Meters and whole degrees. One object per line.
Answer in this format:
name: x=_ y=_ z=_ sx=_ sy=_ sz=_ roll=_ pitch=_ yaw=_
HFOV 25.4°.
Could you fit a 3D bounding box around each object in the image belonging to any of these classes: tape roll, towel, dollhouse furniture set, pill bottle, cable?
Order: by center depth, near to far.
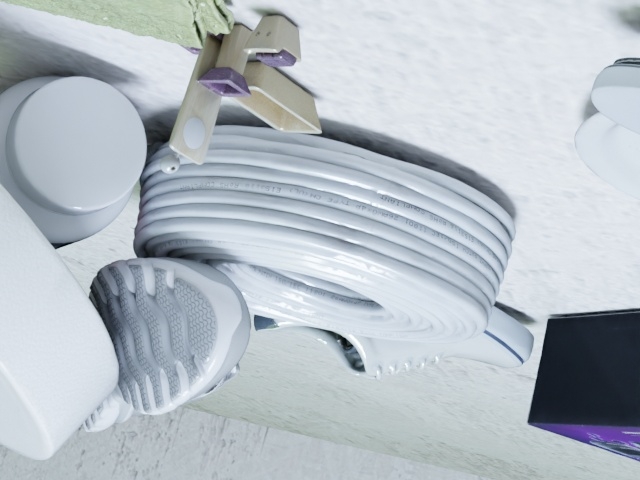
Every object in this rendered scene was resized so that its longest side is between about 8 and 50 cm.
towel: x=-0.117 y=-0.132 z=0.677 sx=0.148 sy=0.027 sz=0.110 roll=13 pitch=168 yaw=5
dollhouse furniture set: x=-0.032 y=-0.059 z=0.763 sx=0.091 sy=0.081 sz=0.114 roll=5 pitch=164 yaw=38
pill bottle: x=-0.178 y=-0.048 z=0.920 sx=0.108 sy=0.108 sz=0.180 roll=20 pitch=167 yaw=-22
tape roll: x=-0.296 y=-0.011 z=0.930 sx=0.392 sy=0.072 sz=0.392 roll=35 pitch=158 yaw=17
cable: x=0.000 y=0.000 z=0.961 sx=0.257 sy=0.089 sz=0.257 roll=19 pitch=167 yaw=-15

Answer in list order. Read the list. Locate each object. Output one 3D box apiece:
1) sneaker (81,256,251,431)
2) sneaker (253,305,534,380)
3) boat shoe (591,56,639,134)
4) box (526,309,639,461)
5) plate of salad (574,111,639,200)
sneaker: x=-0.100 y=0.062 z=0.997 sx=0.115 sy=0.105 sz=0.281 roll=-16 pitch=175 yaw=-26
sneaker: x=0.059 y=0.078 z=1.218 sx=0.258 sy=0.091 sz=0.094 roll=18 pitch=167 yaw=-14
boat shoe: x=0.187 y=-0.060 z=0.599 sx=0.142 sy=0.040 sz=0.049 roll=12 pitch=160 yaw=13
box: x=0.317 y=0.126 z=1.119 sx=0.184 sy=0.103 sz=0.261 roll=18 pitch=167 yaw=-23
plate of salad: x=0.223 y=-0.022 z=0.707 sx=0.200 sy=0.048 sz=0.200 roll=14 pitch=167 yaw=3
